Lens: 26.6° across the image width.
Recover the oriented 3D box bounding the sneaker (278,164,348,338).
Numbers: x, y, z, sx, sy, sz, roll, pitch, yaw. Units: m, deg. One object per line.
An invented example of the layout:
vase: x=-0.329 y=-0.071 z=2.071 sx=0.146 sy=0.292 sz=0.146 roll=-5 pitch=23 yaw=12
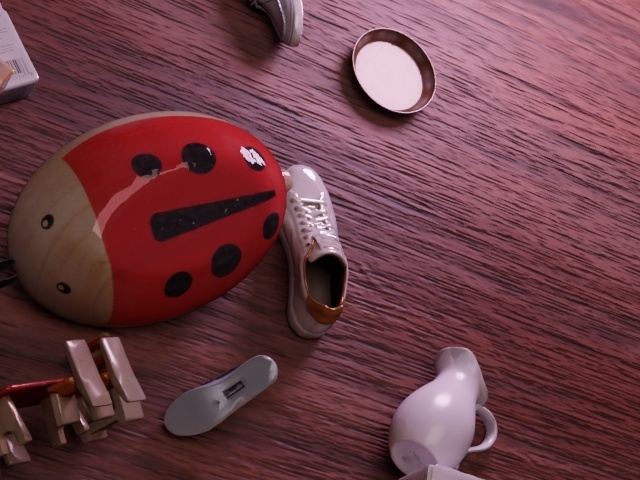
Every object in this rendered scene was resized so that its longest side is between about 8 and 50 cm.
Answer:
sneaker: x=0.000 y=0.000 z=2.130 sx=0.106 sy=0.123 sz=0.290 roll=3 pitch=66 yaw=-26

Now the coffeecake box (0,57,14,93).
coffeecake box: x=-0.546 y=-0.218 z=1.891 sx=0.142 sy=0.068 sz=0.185 roll=43 pitch=56 yaw=-5

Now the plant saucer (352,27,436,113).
plant saucer: x=0.125 y=-0.294 z=2.383 sx=0.168 sy=0.029 sz=0.168 roll=12 pitch=64 yaw=-25

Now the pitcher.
pitcher: x=0.202 y=0.295 z=2.119 sx=0.177 sy=0.125 sz=0.207 roll=56 pitch=42 yaw=-15

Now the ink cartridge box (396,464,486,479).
ink cartridge box: x=0.168 y=0.406 z=1.998 sx=0.140 sy=0.191 sz=0.082 roll=21 pitch=60 yaw=-19

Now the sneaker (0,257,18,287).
sneaker: x=-0.507 y=0.056 z=1.848 sx=0.170 sy=0.089 sz=0.051 roll=-2 pitch=70 yaw=-29

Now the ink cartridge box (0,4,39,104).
ink cartridge box: x=-0.587 y=-0.291 z=1.977 sx=0.275 sy=0.060 sz=0.239 roll=-21 pitch=79 yaw=-33

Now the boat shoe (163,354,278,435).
boat shoe: x=-0.143 y=0.232 z=1.989 sx=0.183 sy=0.083 sz=0.065 roll=-29 pitch=83 yaw=-8

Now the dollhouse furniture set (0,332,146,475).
dollhouse furniture set: x=-0.357 y=0.202 z=1.786 sx=0.259 sy=0.262 sz=0.135 roll=3 pitch=60 yaw=-64

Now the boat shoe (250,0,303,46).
boat shoe: x=-0.089 y=-0.427 z=2.304 sx=0.081 sy=0.079 sz=0.227 roll=-6 pitch=67 yaw=-21

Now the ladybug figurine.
ladybug figurine: x=-0.223 y=-0.034 z=1.955 sx=0.449 sy=0.162 sz=0.305 roll=-22 pitch=102 yaw=-28
